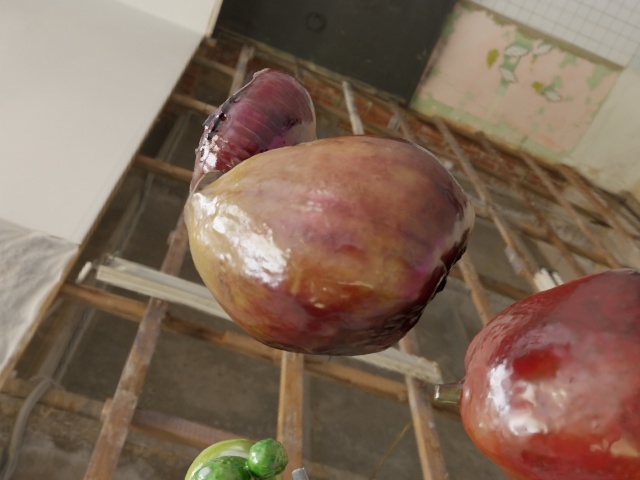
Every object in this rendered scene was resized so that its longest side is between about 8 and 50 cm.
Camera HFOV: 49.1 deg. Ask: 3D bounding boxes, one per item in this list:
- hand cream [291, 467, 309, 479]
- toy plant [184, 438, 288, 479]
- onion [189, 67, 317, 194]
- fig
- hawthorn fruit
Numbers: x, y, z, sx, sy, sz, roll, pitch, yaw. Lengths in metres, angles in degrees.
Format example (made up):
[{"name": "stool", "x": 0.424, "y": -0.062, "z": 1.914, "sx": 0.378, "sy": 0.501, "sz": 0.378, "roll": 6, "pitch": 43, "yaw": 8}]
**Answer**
[{"name": "hand cream", "x": 0.005, "y": 0.518, "z": 1.217, "sx": 0.050, "sy": 0.084, "sz": 0.257, "roll": -26, "pitch": -83, "yaw": -67}, {"name": "toy plant", "x": -0.160, "y": 0.420, "z": 1.191, "sx": 0.224, "sy": 0.316, "sz": 0.184, "roll": -25, "pitch": -111, "yaw": -13}, {"name": "onion", "x": -0.092, "y": -0.129, "z": 1.014, "sx": 0.161, "sy": 0.248, "sz": 0.248, "roll": 20, "pitch": -157, "yaw": 17}, {"name": "fig", "x": 0.010, "y": 0.007, "z": 0.652, "sx": 0.263, "sy": 0.224, "sz": 0.224, "roll": -10, "pitch": -153, "yaw": 4}, {"name": "hawthorn fruit", "x": 0.279, "y": 0.174, "z": 0.770, "sx": 0.307, "sy": 0.265, "sz": 0.265, "roll": -6, "pitch": -157, "yaw": 11}]
